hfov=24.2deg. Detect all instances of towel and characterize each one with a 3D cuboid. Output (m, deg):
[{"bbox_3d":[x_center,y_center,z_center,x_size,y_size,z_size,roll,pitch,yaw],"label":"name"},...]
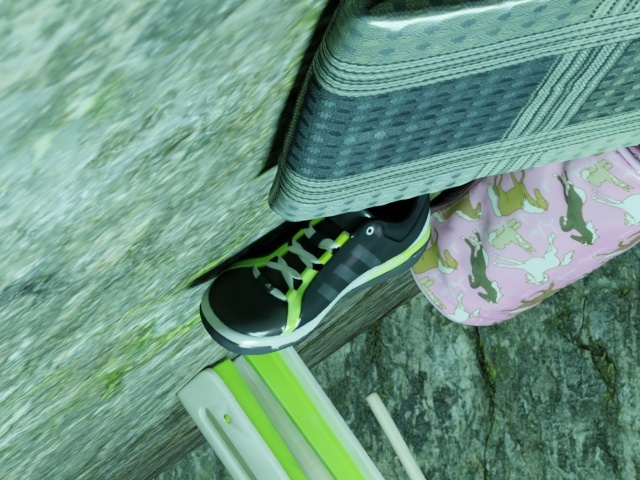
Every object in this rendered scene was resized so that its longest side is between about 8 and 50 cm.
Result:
[{"bbox_3d":[0.139,-0.105,0.814,0.324,0.056,0.312,-13,166,-11],"label":"towel"}]

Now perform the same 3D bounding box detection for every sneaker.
[{"bbox_3d":[0.000,0.000,1.169,0.234,0.084,0.097,-32,149,-34],"label":"sneaker"}]

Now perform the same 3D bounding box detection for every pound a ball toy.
[{"bbox_3d":[-0.006,0.266,1.841,0.208,0.319,0.136,-30,172,-38],"label":"pound a ball toy"}]

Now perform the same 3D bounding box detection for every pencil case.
[{"bbox_3d":[0.247,-0.039,1.613,0.160,0.167,0.386,-5,157,-32],"label":"pencil case"}]
